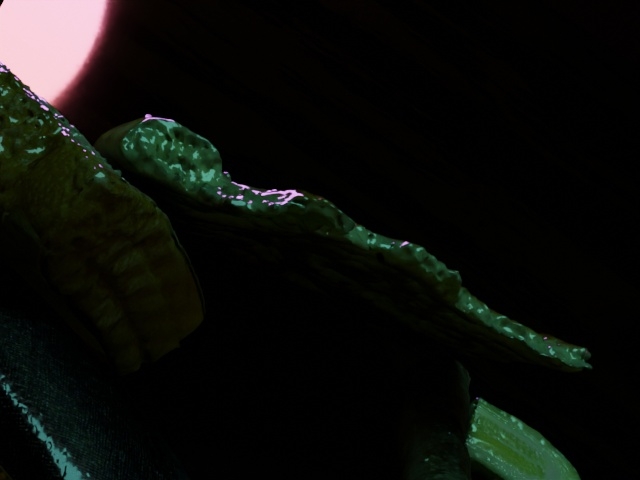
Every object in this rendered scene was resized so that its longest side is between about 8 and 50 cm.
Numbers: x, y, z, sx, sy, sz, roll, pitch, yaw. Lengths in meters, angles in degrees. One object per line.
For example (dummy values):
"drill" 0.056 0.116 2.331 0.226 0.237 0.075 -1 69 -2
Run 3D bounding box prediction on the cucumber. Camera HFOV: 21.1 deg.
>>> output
"cucumber" 0.148 0.173 1.312 0.107 0.035 0.067 33 38 -10

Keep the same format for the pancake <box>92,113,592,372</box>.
"pancake" -0.003 -0.001 1.192 0.304 0.067 0.426 12 -13 44

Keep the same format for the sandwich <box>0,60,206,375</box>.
"sandwich" -0.184 -0.040 1.051 0.251 0.087 0.226 42 -16 28

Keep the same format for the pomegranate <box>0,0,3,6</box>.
"pomegranate" -0.313 -0.216 1.362 0.142 0.115 0.114 16 7 35

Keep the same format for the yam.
"yam" 0.080 0.153 1.218 0.061 0.061 0.253 32 20 -10

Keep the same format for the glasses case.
"glasses case" -0.186 0.070 0.949 0.321 0.082 0.122 44 16 23
